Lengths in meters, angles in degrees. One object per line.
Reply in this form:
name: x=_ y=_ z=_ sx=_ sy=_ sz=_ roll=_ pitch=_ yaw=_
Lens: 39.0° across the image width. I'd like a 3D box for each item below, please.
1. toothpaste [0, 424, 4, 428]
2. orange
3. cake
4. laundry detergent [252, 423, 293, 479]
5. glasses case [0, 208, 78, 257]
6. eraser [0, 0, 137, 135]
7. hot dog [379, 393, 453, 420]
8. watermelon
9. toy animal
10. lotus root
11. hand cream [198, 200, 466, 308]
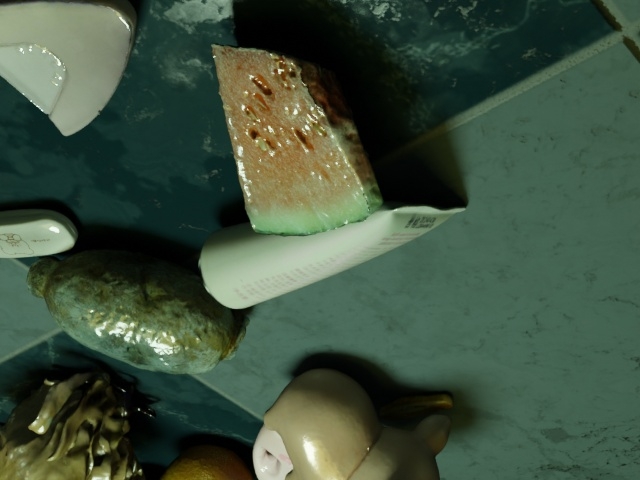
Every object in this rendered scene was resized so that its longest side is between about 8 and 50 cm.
toothpaste: x=-0.711 y=0.422 z=1.984 sx=0.239 sy=0.039 sz=0.062 roll=11 pitch=137 yaw=5
orange: x=-0.228 y=0.516 z=1.841 sx=0.206 sy=0.206 sz=0.206 roll=8 pitch=141 yaw=6
cake: x=-0.449 y=0.403 z=1.721 sx=0.332 sy=0.332 sz=0.321 roll=33 pitch=107 yaw=-23
laundry detergent: x=-0.061 y=0.439 z=1.786 sx=0.159 sy=0.088 sz=0.335 roll=19 pitch=142 yaw=-2
glasses case: x=-0.460 y=-0.010 z=1.376 sx=0.193 sy=0.049 sz=0.074 roll=-3 pitch=139 yaw=20
eraser: x=-0.298 y=-0.231 z=1.054 sx=0.243 sy=0.059 sz=0.204 roll=-16 pitch=133 yaw=36
hot dog: x=0.166 y=0.288 z=1.585 sx=0.137 sy=0.028 sz=0.044 roll=-18 pitch=133 yaw=31
watermelon: x=-0.031 y=-0.137 z=1.060 sx=0.192 sy=0.140 sz=0.257 roll=-6 pitch=128 yaw=29
toy animal: x=0.061 y=0.364 z=1.535 sx=0.269 sy=0.237 sz=0.326 roll=-13 pitch=109 yaw=37
lotus root: x=-0.283 y=0.107 z=1.385 sx=0.349 sy=0.175 sz=0.175 roll=18 pitch=141 yaw=-7
hand cream: x=0.000 y=0.000 z=1.206 sx=0.358 sy=0.118 sz=0.185 roll=-17 pitch=170 yaw=31
